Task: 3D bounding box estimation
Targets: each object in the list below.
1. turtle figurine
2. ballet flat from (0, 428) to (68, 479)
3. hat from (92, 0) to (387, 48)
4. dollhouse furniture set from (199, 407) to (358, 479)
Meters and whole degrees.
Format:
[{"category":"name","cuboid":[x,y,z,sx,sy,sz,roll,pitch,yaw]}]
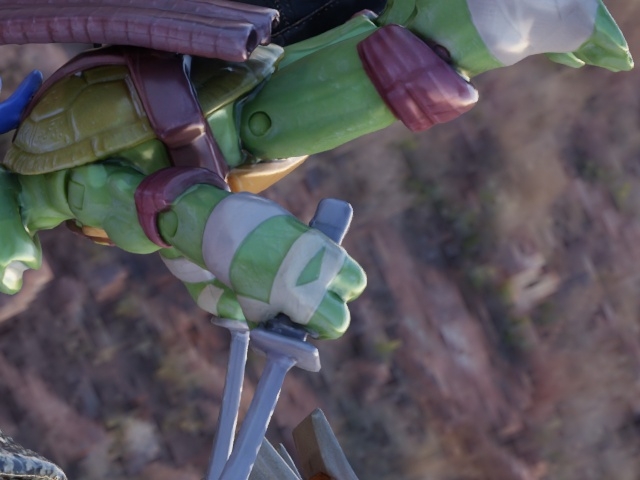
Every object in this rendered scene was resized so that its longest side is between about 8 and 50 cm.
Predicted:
[{"category":"turtle figurine","cuboid":[0.000,0.000,0.764,0.275,0.266,0.198,59,0,24]},{"category":"ballet flat","cuboid":[-0.214,0.201,0.781,0.483,0.182,0.164,-61,158,-64]},{"category":"hat","cuboid":[-0.054,-0.162,1.097,0.134,0.331,0.331,60,25,-18]},{"category":"dollhouse furniture set","cuboid":[-0.069,0.207,1.045,0.262,0.259,0.135,-28,80,-27]}]
